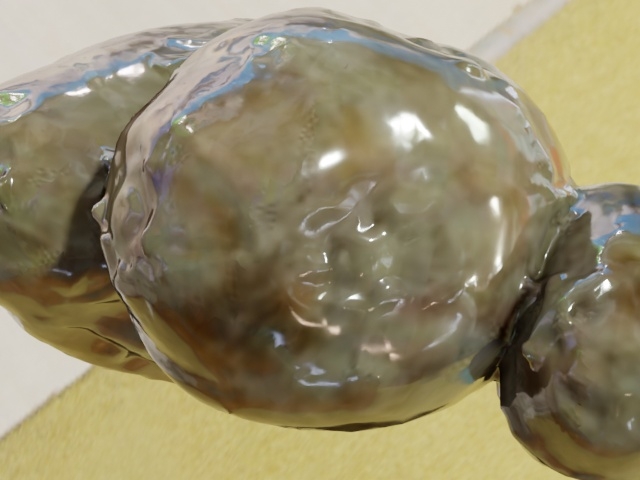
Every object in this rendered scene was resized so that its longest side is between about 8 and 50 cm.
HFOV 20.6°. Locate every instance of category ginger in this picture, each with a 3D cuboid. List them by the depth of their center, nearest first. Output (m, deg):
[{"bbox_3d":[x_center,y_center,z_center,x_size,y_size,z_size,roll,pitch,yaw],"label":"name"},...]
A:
[{"bbox_3d":[0.000,0.000,0.632,0.244,0.304,0.155,18,92,-32],"label":"ginger"}]
